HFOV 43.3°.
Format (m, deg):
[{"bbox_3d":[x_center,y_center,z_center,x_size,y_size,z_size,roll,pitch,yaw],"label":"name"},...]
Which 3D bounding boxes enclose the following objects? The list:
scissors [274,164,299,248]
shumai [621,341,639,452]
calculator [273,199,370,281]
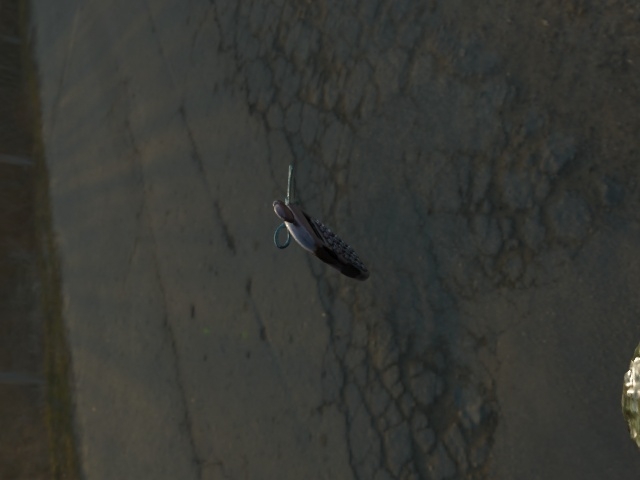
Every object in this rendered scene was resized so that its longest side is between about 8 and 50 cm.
[{"bbox_3d":[-0.036,-0.044,1.050,0.014,0.058,0.119,39,139,43],"label":"scissors"},{"bbox_3d":[0.461,0.230,0.716,0.395,0.395,0.348,-52,5,44],"label":"shumai"},{"bbox_3d":[0.000,0.000,1.001,0.024,0.166,0.103,-48,34,11],"label":"calculator"}]
